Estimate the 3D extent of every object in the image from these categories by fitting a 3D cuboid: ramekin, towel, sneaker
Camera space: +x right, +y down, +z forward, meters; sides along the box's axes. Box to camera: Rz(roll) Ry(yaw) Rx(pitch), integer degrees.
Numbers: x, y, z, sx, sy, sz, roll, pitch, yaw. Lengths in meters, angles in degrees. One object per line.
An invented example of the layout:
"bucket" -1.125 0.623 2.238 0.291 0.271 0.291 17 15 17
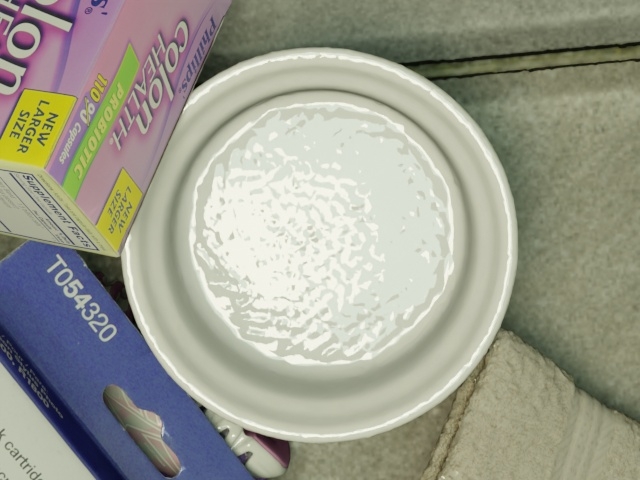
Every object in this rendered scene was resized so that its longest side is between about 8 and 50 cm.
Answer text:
"ramekin" 0.000 0.000 1.193 0.277 0.135 0.277 0 94 1
"towel" 0.140 0.220 1.153 0.187 0.049 0.282 35 64 -23
"sneaker" -0.137 0.119 1.229 0.236 0.095 0.104 44 101 -4

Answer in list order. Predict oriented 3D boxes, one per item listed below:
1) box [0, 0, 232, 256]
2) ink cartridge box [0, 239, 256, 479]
"box" -0.219 -0.125 1.111 0.243 0.117 0.213 11 66 25
"ink cartridge box" -0.206 0.212 1.096 0.330 0.071 0.324 -41 106 -13
